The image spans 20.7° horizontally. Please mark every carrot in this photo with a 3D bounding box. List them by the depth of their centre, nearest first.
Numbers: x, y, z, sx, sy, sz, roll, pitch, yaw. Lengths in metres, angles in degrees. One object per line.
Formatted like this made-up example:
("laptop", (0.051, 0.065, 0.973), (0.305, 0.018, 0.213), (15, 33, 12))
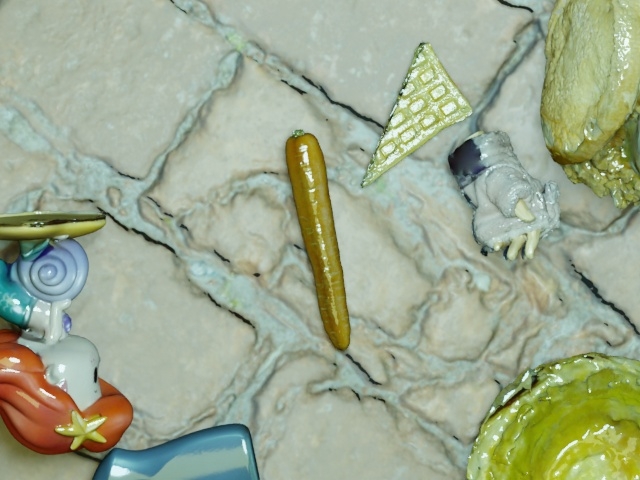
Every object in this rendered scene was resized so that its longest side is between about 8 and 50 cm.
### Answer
("carrot", (0.000, 0.000, 1.919), (0.043, 0.043, 0.248), (-11, 95, -1))

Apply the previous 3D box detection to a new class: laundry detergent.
("laundry detergent", (-0.170, 0.264, 1.915), (0.206, 0.061, 0.097), (-13, 101, 0))

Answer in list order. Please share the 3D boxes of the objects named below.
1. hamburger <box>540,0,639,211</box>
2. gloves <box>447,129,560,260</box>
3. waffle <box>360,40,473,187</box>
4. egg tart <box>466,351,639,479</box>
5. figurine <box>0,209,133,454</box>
("hamburger", (0.317, -0.175, 1.821), (0.146, 0.243, 0.286), (7, 81, -5))
("gloves", (0.199, -0.051, 1.897), (0.094, 0.110, 0.144), (-20, 95, -43))
("waffle", (0.082, -0.137, 1.925), (0.152, 0.023, 0.097), (-36, 92, 1))
("egg tart", (0.305, 0.266, 1.903), (0.294, 0.116, 0.295), (0, 94, -1))
("figurine", (-0.309, 0.101, 1.859), (0.208, 0.181, 0.257), (-5, 95, -41))
